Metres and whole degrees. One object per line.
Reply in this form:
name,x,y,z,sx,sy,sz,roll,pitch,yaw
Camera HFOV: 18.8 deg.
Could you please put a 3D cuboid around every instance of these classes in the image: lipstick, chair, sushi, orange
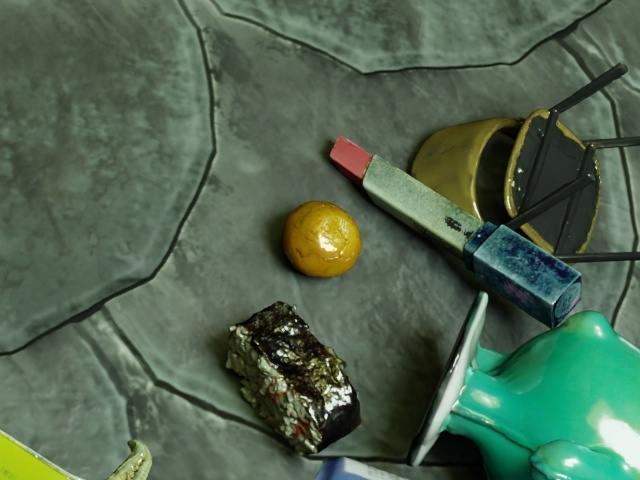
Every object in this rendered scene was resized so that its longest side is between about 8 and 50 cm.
lipstick,0.129,-0.015,1.986,0.312,0.051,0.051,33,67,27
chair,0.239,-0.066,2.020,0.172,0.247,0.159,39,55,-28
sushi,-0.028,0.136,1.883,0.078,0.090,0.150,-29,72,-30
orange,0.000,0.000,1.973,0.083,0.070,0.083,13,63,-26

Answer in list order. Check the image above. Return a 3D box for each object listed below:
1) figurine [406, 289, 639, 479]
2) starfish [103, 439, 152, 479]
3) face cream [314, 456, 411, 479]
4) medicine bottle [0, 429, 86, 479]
figurine,0.271,0.194,1.849,0.340,0.323,0.231,23,104,3
starfish,-0.222,0.326,1.576,0.347,0.078,0.358,1,51,-29
face cream,0.066,0.339,1.712,0.225,0.249,0.249,20,60,0
medicine bottle,-0.330,0.293,1.691,0.141,0.137,0.250,33,59,4
